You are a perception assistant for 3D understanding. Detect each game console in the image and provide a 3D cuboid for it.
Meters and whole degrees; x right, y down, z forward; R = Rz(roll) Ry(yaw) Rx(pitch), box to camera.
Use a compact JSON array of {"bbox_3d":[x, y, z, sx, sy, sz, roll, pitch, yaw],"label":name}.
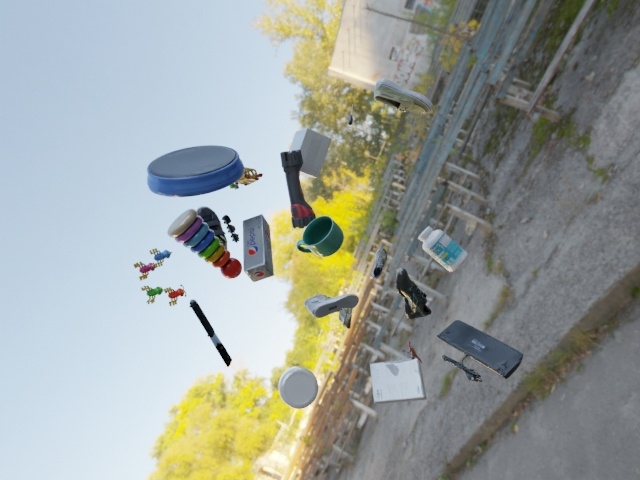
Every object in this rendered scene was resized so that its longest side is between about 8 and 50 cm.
[{"bbox_3d":[-0.533,0.439,1.931,0.044,0.361,0.213,-31,12,-20],"label":"game console"}]

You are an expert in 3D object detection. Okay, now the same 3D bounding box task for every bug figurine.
[{"bbox_3d":[-0.752,0.174,1.879,0.072,0.216,0.279,-40,-65,-73],"label":"bug figurine"}]

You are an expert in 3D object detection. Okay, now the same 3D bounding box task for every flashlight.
[{"bbox_3d":[-0.087,-0.203,1.587,0.103,0.103,0.304,-136,36,-75],"label":"flashlight"}]

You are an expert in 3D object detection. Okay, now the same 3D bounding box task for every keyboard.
[{"bbox_3d":[0.557,0.415,1.476,0.201,0.317,0.033,-34,-64,-17],"label":"keyboard"}]

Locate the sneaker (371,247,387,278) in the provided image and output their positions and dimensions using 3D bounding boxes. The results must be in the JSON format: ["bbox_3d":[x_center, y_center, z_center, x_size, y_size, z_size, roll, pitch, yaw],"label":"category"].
[{"bbox_3d":[0.250,0.100,1.684,0.058,0.052,0.135,-65,-14,-74],"label":"sneaker"}]

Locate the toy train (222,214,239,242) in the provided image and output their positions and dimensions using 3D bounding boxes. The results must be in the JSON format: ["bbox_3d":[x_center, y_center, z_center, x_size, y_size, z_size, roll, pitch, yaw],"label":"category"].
[{"bbox_3d":[-0.402,-0.052,1.806,0.036,0.027,0.158,-56,-36,-38],"label":"toy train"}]

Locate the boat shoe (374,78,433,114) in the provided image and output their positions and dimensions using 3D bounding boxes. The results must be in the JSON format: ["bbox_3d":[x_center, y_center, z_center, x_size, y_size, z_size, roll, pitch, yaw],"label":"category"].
[{"bbox_3d":[0.388,-0.658,1.899,0.109,0.302,0.094,165,124,-78],"label":"boat shoe"}]

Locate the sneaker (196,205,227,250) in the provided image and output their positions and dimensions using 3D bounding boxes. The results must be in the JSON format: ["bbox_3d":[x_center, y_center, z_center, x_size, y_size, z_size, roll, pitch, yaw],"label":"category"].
[{"bbox_3d":[-0.590,-0.040,2.208,0.126,0.321,0.127,-24,10,-17],"label":"sneaker"}]

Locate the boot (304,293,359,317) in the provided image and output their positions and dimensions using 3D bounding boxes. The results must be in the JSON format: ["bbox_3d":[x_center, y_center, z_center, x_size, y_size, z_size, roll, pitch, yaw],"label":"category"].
[{"bbox_3d":[0.051,0.291,1.936,0.258,0.123,0.095,-8,-64,-29],"label":"boot"}]

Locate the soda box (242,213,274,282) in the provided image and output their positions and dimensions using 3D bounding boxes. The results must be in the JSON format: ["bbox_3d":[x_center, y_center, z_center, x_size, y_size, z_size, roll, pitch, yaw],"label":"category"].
[{"bbox_3d":[-0.264,0.028,1.682,0.091,0.098,0.286,61,-167,-48],"label":"soda box"}]

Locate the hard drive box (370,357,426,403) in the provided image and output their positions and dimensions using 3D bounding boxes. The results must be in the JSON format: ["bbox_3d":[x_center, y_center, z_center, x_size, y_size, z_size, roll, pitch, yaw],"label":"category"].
[{"bbox_3d":[0.362,0.659,1.873,0.089,0.232,0.181,53,-151,-57],"label":"hard drive box"}]

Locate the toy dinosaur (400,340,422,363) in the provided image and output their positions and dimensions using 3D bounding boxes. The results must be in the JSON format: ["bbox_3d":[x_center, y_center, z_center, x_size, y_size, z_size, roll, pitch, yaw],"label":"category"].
[{"bbox_3d":[0.380,0.451,1.644,0.047,0.090,0.082,-51,-36,-33],"label":"toy dinosaur"}]

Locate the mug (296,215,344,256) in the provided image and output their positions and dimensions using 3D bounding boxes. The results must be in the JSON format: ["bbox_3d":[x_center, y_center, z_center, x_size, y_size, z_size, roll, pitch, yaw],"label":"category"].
[{"bbox_3d":[0.007,-0.007,1.399,0.097,0.158,0.129,44,-118,-36],"label":"mug"}]

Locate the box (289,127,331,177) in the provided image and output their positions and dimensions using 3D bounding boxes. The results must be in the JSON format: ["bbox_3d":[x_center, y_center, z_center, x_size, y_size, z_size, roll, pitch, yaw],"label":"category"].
[{"bbox_3d":[-0.060,-0.377,1.741,0.182,0.119,0.181,-70,21,4],"label":"box"}]

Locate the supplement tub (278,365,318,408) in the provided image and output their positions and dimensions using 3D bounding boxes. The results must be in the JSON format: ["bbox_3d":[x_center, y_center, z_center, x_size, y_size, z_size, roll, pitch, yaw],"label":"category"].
[{"bbox_3d":[-0.116,0.739,2.029,0.191,0.191,0.272,-63,-2,-17],"label":"supplement tub"}]

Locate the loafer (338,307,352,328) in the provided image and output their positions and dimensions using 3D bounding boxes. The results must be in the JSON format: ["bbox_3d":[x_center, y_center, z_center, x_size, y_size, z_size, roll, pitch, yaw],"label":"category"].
[{"bbox_3d":[0.093,0.295,1.522,0.148,0.050,0.056,-45,-38,-83],"label":"loafer"}]

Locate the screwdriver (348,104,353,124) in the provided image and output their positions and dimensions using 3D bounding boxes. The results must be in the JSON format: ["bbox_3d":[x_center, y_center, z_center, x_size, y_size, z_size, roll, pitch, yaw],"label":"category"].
[{"bbox_3d":[0.157,-0.635,2.005,0.025,0.024,0.170,-43,29,50],"label":"screwdriver"}]

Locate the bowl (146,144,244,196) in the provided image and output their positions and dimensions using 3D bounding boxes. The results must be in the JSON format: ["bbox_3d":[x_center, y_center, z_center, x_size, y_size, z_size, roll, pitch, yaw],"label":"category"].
[{"bbox_3d":[-0.514,-0.297,1.645,0.391,0.391,0.077,-54,-33,-50],"label":"bowl"}]

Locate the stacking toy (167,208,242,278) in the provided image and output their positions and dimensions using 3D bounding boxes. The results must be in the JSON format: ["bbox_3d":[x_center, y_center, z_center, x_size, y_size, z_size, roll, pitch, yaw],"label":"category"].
[{"bbox_3d":[-0.441,0.030,1.599,0.141,0.330,0.141,-31,29,20],"label":"stacking toy"}]

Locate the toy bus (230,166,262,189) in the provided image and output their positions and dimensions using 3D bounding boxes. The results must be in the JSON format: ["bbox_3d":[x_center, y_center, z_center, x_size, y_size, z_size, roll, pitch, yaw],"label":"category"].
[{"bbox_3d":[-0.471,-0.404,2.473,0.191,0.104,0.202,-18,-5,-25],"label":"toy bus"}]

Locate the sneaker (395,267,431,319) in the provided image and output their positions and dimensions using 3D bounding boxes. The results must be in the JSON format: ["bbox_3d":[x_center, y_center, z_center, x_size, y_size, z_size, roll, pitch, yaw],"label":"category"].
[{"bbox_3d":[0.405,0.228,1.741,0.101,0.106,0.267,-56,-51,-46],"label":"sneaker"}]

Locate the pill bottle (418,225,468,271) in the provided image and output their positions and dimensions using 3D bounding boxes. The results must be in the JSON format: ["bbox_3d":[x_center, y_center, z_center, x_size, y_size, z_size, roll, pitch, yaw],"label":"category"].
[{"bbox_3d":[0.671,0.040,2.222,0.146,0.264,0.146,-47,-6,-7],"label":"pill bottle"}]
